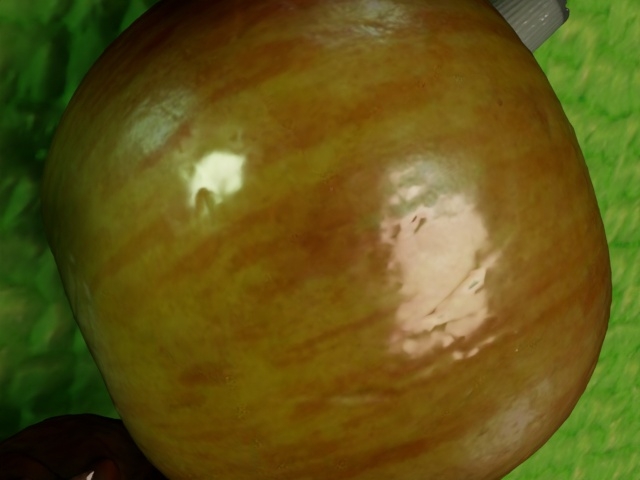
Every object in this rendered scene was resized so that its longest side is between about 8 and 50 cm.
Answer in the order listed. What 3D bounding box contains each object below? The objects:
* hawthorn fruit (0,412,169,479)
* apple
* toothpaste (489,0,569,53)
[{"bbox_3d":[-0.139,0.263,0.672,0.287,0.287,0.330,-4,120,-40],"label":"hawthorn fruit"},{"bbox_3d":[0.000,0.000,0.630,0.233,0.286,0.286,-24,128,-5],"label":"apple"},{"bbox_3d":[0.039,-0.070,0.805,0.282,0.068,0.099,-41,105,-10],"label":"toothpaste"}]
